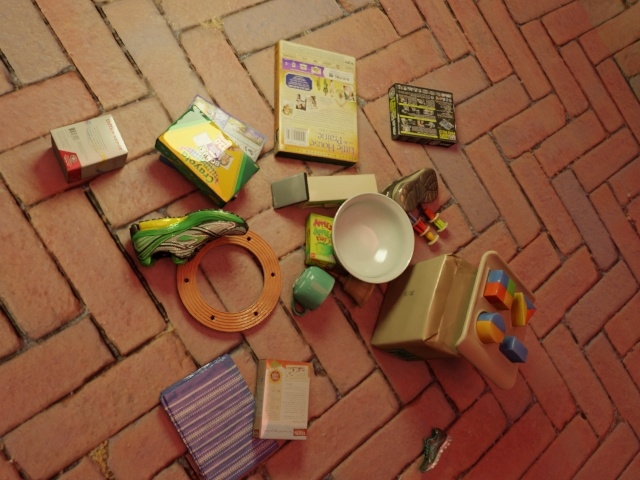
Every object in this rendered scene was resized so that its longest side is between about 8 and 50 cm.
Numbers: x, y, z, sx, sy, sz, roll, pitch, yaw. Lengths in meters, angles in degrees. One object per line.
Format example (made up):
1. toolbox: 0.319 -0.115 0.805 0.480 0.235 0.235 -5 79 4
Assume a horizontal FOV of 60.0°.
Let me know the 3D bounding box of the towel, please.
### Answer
1. towel: -0.298 0.537 1.645 0.243 0.040 0.336 -29 92 -29

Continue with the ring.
1. ring: -0.284 0.119 1.742 0.336 0.032 0.337 6 75 -23

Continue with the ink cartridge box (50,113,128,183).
1. ink cartridge box: -0.667 -0.264 1.603 0.176 0.127 0.128 -23 88 -26

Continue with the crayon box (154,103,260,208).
1. crayon box: -0.346 -0.255 1.701 0.278 0.081 0.165 44 66 -10

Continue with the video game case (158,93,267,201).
1. video game case: -0.342 -0.298 1.791 0.269 0.061 0.244 30 70 -15

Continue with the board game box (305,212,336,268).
1. board game box: 0.000 0.000 1.853 0.092 0.043 0.181 14 53 -20

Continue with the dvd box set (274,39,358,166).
1. dvd box set: -0.014 -0.485 1.977 0.307 0.062 0.421 4 77 -23

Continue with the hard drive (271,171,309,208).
1. hard drive: -0.100 -0.164 1.834 0.022 0.135 0.094 7 73 -56

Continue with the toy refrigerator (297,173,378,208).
1. toy refrigerator: 0.056 -0.166 1.914 0.269 0.102 0.094 -6 81 -25

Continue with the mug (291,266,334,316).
1. mug: -0.037 0.159 1.786 0.097 0.129 0.158 36 67 -9

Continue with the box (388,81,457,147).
1. box: 0.399 -0.486 2.160 0.269 0.060 0.217 2 78 -23

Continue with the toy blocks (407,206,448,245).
1. toy blocks: 0.392 -0.074 2.068 0.148 0.054 0.123 44 66 -9

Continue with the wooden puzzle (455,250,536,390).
1. wooden puzzle: 0.580 0.255 1.749 0.322 0.080 0.348 42 62 -31

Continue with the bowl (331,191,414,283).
1. bowl: 0.152 0.000 1.836 0.297 0.134 0.298 4 79 -20

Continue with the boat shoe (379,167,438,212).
1. boat shoe: 0.316 -0.186 1.997 0.355 0.130 0.133 -21 107 -53

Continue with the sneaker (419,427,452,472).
1. sneaker: 0.378 0.713 1.893 0.076 0.065 0.166 41 62 7

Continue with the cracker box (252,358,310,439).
1. cracker box: -0.118 0.487 1.698 0.155 0.067 0.233 13 69 -28

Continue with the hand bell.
1. hand bell: 0.056 0.118 1.864 0.241 0.126 0.126 28 68 -4

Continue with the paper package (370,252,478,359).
1. paper package: 0.346 0.232 1.829 0.168 0.325 0.310 28 68 -17

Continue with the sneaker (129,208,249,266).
1. sneaker: -0.381 0.000 1.650 0.343 0.134 0.147 -12 77 -7
